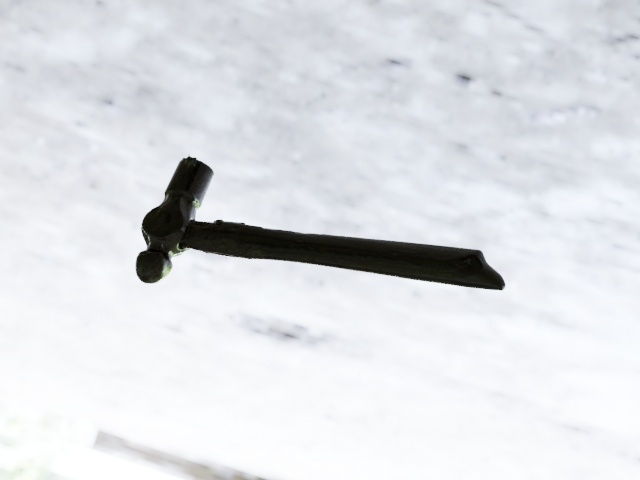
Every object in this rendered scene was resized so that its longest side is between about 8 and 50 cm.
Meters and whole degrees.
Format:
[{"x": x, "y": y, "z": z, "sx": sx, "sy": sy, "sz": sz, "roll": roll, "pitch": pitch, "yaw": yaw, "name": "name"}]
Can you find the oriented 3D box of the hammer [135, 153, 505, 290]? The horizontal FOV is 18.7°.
[{"x": 0.000, "y": 0.000, "z": 0.883, "sx": 0.178, "sy": 0.065, "sz": 0.021, "roll": 7, "pitch": 153, "yaw": 23, "name": "hammer"}]
